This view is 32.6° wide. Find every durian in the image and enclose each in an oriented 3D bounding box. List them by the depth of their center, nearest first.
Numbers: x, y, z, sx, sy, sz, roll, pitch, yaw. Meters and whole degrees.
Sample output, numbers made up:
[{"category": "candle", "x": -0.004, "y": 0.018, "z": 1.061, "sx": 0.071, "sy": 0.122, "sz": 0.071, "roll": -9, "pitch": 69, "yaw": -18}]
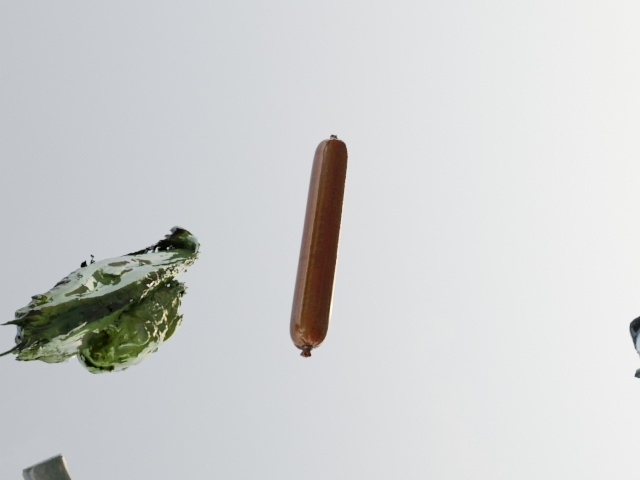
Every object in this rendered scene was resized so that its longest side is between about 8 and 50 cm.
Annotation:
[{"category": "durian", "x": -0.207, "y": 0.070, "z": 1.056, "sx": 0.375, "sy": 0.132, "sz": 0.106, "roll": -42, "pitch": -44, "yaw": -65}]

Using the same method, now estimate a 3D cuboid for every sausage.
[{"category": "sausage", "x": 0.000, "y": 0.000, "z": 1.468, "sx": 0.053, "sy": 0.053, "sz": 0.347, "roll": 35, "pitch": -130, "yaw": -38}]

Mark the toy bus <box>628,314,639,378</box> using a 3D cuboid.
[{"category": "toy bus", "x": 0.288, "y": 0.160, "z": 0.671, "sx": 0.165, "sy": 0.133, "sz": 0.271, "roll": 15, "pitch": -122, "yaw": -74}]

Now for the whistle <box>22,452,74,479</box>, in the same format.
[{"category": "whistle", "x": -0.303, "y": 0.450, "z": 1.431, "sx": 0.134, "sy": 0.142, "sz": 0.346, "roll": 113, "pitch": 135, "yaw": -85}]
